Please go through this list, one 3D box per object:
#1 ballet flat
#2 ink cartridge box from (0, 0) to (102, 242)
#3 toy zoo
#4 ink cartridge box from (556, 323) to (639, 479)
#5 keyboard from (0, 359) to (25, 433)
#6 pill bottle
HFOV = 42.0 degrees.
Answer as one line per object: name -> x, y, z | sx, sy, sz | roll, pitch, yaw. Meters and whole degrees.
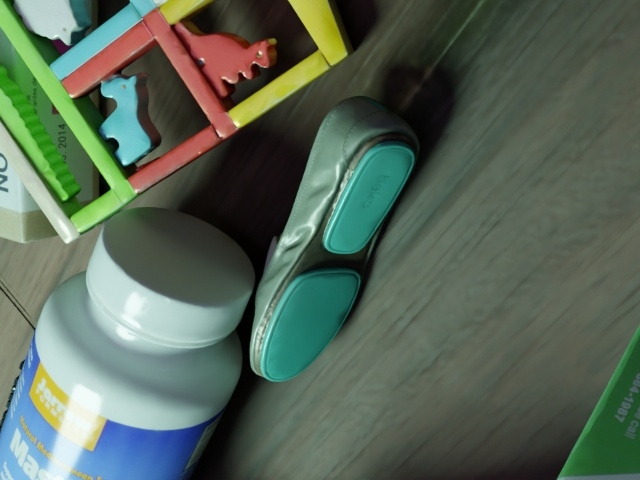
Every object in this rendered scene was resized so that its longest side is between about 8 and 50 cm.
ballet flat -> 0.000, 0.000, 0.571 | 0.068, 0.072, 0.213 | 53, 127, 43
ink cartridge box -> -0.279, -0.133, 0.688 | 0.193, 0.088, 0.235 | 13, 108, 30
toy zoo -> -0.113, -0.150, 0.558 | 0.293, 0.030, 0.192 | -30, 98, 17
ink cartridge box -> 0.237, 0.179, 0.338 | 0.289, 0.211, 0.121 | 20, 152, 35
keyboard -> -0.276, 0.167, 0.753 | 0.023, 0.108, 0.180 | 25, 118, -3
pill bottle -> -0.150, 0.115, 0.633 | 0.152, 0.152, 0.272 | 37, 120, 19
